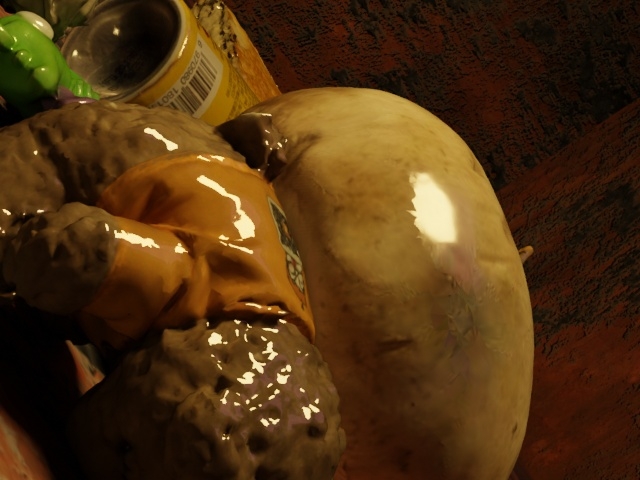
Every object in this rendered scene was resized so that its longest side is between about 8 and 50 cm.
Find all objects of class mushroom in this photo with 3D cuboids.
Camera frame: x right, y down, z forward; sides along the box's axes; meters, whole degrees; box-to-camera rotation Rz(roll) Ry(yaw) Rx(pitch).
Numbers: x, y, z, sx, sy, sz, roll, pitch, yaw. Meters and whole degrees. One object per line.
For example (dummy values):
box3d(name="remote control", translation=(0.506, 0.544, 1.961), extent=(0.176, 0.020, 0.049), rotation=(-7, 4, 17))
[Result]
box3d(name="mushroom", translation=(0.004, 0.046, 0.948), extent=(0.255, 0.184, 0.255), rotation=(33, -47, 43))

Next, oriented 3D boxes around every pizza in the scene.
box3d(name="pizza", translation=(-0.048, -0.054, 1.698), extent=(0.323, 0.089, 0.223), rotation=(61, 13, -14))

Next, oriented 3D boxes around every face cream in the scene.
box3d(name="face cream", translation=(-0.058, -0.035, 1.373), extent=(0.349, 0.105, 0.105), rotation=(51, 7, -48))

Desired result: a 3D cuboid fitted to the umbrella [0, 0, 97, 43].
box3d(name="umbrella", translation=(-0.253, -0.255, 1.062), extent=(0.358, 0.106, 0.113), rotation=(47, -3, -17))

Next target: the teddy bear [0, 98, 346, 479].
box3d(name="teddy bear", translation=(-0.056, 0.035, 0.753), extent=(0.177, 0.140, 0.190), rotation=(54, 12, -67))

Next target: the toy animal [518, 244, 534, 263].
box3d(name="toy animal", translation=(0.088, 0.112, 1.370), extent=(0.114, 0.255, 0.116), rotation=(24, -4, -18))

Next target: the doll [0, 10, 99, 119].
box3d(name="doll", translation=(-0.151, -0.081, 1.072), extent=(0.115, 0.050, 0.190), rotation=(51, -2, 19))

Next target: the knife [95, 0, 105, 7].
box3d(name="knife", translation=(-0.212, -0.243, 1.778), extent=(0.245, 0.019, 0.072), rotation=(61, 7, 32))
